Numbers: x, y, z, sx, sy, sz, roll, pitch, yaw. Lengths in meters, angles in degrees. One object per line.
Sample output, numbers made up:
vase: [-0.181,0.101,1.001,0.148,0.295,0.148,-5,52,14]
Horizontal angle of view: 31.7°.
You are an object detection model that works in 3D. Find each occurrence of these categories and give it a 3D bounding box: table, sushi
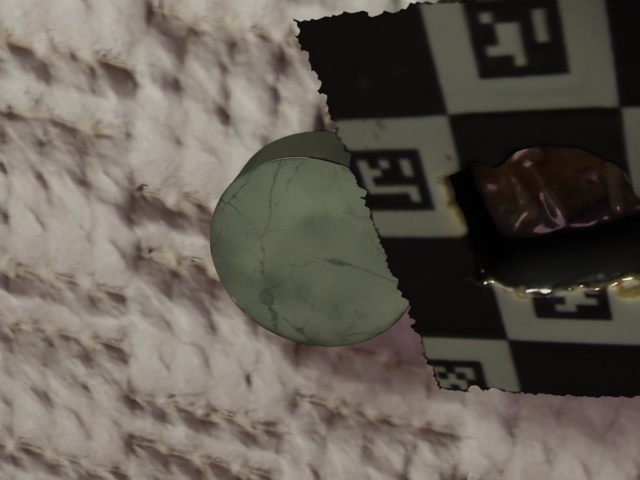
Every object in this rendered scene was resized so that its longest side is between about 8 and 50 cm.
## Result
table: [0.000,0.000,0.706,0.133,0.043,0.133,8,121,13]
sushi: [0.212,-0.043,0.593,0.373,0.100,0.296,-2,134,26]
